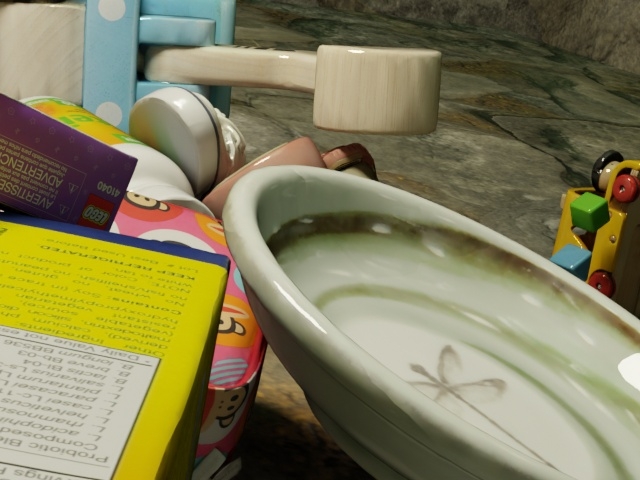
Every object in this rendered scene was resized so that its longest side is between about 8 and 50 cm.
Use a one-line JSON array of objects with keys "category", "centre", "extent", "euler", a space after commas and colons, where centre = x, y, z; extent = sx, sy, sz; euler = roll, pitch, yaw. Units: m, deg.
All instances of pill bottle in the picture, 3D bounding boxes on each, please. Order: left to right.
[{"category": "pill bottle", "centre": [-0.189, -0.027, 1.263], "extent": [0.136, 0.136, 0.245], "euler": [-1, 20, -37]}]

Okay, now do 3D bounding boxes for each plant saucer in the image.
[{"category": "plant saucer", "centre": [0.102, 0.094, 0.971], "extent": [0.400, 0.100, 0.400], "euler": [25, 18, -9]}]

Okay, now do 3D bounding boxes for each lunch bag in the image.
[{"category": "lunch bag", "centre": [-0.177, 0.053, 0.971], "extent": [0.293, 0.120, 0.258], "euler": [17, 24, -3]}]

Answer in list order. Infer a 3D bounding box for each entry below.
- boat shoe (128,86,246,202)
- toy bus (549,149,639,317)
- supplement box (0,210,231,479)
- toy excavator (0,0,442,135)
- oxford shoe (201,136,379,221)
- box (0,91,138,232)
[{"category": "boat shoe", "centre": [-0.109, -0.075, 1.343], "extent": [0.088, 0.267, 0.096], "euler": [-37, 75, -18]}, {"category": "toy bus", "centre": [0.289, -0.019, 1.494], "extent": [0.202, 0.191, 0.104], "euler": [-46, 44, -18]}, {"category": "supplement box", "centre": [-0.162, 0.125, 0.634], "extent": [0.194, 0.195, 0.356], "euler": [11, 15, 0]}, {"category": "toy excavator", "centre": [-0.129, -0.189, 1.552], "extent": [0.445, 0.222, 0.433], "euler": [1, 10, -9]}, {"category": "oxford shoe", "centre": [0.000, 0.000, 1.390], "extent": [0.146, 0.140, 0.397], "euler": [58, 13, 5]}, {"category": "box", "centre": [-0.270, -0.080, 0.853], "extent": [0.293, 0.057, 0.201], "euler": [16, -8, 45]}]
